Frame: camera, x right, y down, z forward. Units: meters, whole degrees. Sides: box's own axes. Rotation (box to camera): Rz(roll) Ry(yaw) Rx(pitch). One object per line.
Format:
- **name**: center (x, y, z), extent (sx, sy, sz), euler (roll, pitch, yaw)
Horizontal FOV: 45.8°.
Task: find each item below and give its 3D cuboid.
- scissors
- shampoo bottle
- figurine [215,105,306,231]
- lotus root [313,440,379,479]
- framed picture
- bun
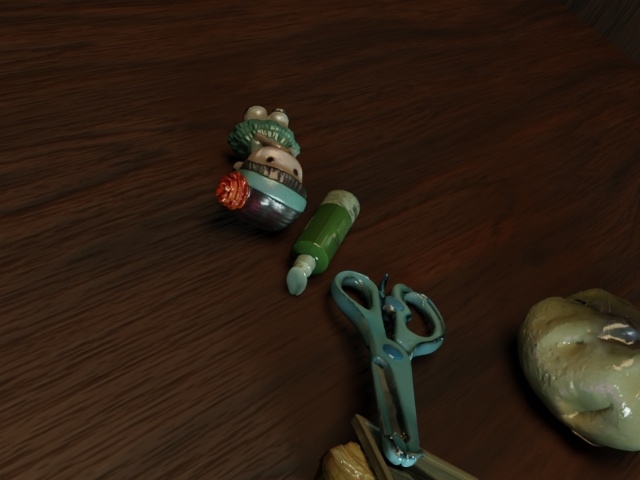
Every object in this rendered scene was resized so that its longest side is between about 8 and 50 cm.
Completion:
- **scissors**: center (0.095, 0.152, 0.987), extent (0.180, 0.032, 0.393), euler (21, 26, -10)
- **shampoo bottle**: center (0.000, 0.000, 1.129), extent (0.065, 0.065, 0.204), euler (31, 39, 1)
- **figurine**: center (-0.093, -0.116, 1.163), extent (0.138, 0.110, 0.245), euler (12, 39, -17)
- **lotus root**: center (0.049, 0.292, 0.830), extent (0.135, 0.095, 0.159), euler (42, 5, 17)
- **framed picture**: center (0.133, 0.282, 0.865), extent (0.203, 0.015, 0.150), euler (33, 8, -20)
- **bun**: center (0.432, 0.177, 1.124), extent (0.273, 0.168, 0.272), euler (17, 35, -12)
